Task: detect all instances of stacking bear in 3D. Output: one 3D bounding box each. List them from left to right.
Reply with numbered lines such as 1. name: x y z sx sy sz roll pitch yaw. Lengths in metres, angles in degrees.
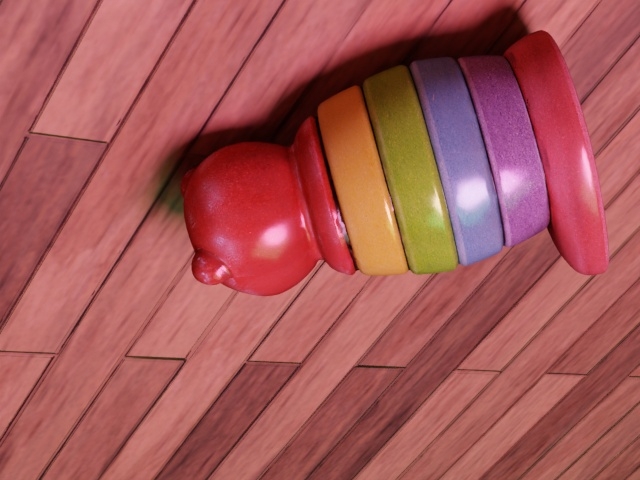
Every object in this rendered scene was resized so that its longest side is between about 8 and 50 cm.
1. stacking bear: 0.043 -0.040 1.059 0.289 0.175 0.164 -15 148 3
